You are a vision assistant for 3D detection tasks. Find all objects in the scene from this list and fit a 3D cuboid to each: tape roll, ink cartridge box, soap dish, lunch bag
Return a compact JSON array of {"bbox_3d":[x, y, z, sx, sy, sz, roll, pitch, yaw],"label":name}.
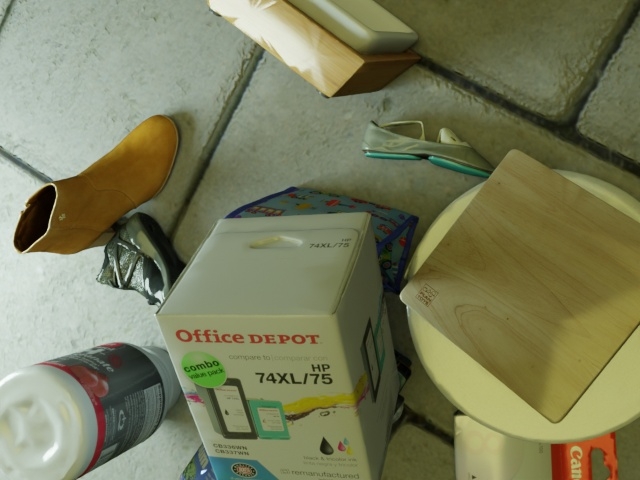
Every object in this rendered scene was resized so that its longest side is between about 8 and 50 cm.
[{"bbox_3d":[0.317,0.091,1.004,0.392,0.072,0.392,-2,84,14],"label":"tape roll"},{"bbox_3d":[0.321,0.350,1.044,0.232,0.066,0.189,-3,90,21],"label":"ink cartridge box"},{"bbox_3d":[-0.011,-0.331,1.048,0.291,0.229,0.118,40,118,12],"label":"soap dish"},{"bbox_3d":[-0.032,0.130,0.814,0.198,0.197,0.270,-2,122,17],"label":"ink cartridge box"},{"bbox_3d":[0.000,0.000,1.006,0.221,0.293,0.138,14,95,16],"label":"lunch bag"}]

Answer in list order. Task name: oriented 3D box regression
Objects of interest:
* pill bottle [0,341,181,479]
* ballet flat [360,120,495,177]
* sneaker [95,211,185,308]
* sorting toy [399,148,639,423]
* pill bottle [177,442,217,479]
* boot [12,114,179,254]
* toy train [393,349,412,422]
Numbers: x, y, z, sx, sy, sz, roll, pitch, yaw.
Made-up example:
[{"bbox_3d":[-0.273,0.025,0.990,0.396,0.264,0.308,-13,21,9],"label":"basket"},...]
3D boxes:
[{"bbox_3d":[-0.351,0.257,1.103,0.176,0.318,0.176,0,91,16],"label":"pill bottle"},{"bbox_3d":[0.167,-0.147,1.071,0.213,0.072,0.068,12,90,17],"label":"ballet flat"},{"bbox_3d":[-0.301,0.076,1.208,0.130,0.087,0.227,-37,78,16],"label":"sneaker"},{"bbox_3d":[0.286,0.057,0.915,0.257,0.089,0.255,40,96,28],"label":"sorting toy"},{"bbox_3d":[-0.107,0.336,1.119,0.152,0.152,0.272,36,100,13],"label":"pill bottle"},{"bbox_3d":[-0.368,-0.092,1.157,0.104,0.211,0.295,39,101,12],"label":"boot"},{"bbox_3d":[-0.011,0.162,1.067,0.334,0.190,0.142,32,99,14],"label":"toy train"}]
